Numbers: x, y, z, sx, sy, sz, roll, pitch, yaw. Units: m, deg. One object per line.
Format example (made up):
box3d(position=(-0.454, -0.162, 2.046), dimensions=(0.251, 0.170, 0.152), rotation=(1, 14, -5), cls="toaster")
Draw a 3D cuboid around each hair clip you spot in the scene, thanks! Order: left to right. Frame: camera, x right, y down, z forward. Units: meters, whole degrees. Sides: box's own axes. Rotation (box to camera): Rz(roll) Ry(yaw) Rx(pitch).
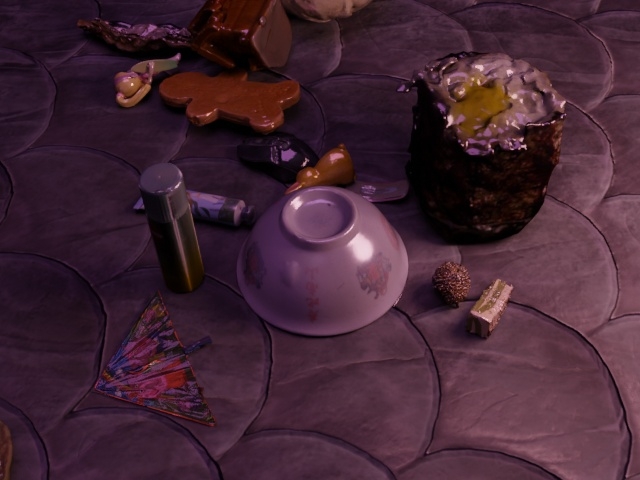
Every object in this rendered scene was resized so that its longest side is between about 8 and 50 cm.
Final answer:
box3d(position=(0.118, -0.106, 1.939), dimensions=(0.137, 0.022, 0.054), rotation=(0, 49, 16), cls="hair clip")

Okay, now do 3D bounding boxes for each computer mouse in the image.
box3d(position=(-0.090, -0.189, 1.995), dimensions=(0.192, 0.062, 0.106), rotation=(21, 54, 17), cls="computer mouse")

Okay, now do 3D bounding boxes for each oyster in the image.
box3d(position=(-0.439, -0.503, 2.277), dimensions=(0.345, 0.079, 0.129), rotation=(9, 30, 12), cls="oyster")

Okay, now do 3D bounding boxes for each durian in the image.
box3d(position=(0.247, 0.082, 1.747), dimensions=(0.080, 0.091, 0.080), rotation=(-14, 12, 3), cls="durian")

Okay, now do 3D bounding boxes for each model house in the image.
box3d(position=(-0.200, -0.481, 2.153), dimensions=(0.229, 0.220, 0.199), rotation=(10, 60, 19), cls="model house")

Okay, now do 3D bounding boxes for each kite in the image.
box3d(position=(-0.302, 0.229, 1.685), dimensions=(0.234, 0.016, 0.321), rotation=(-21, 52, -14), cls="kite")

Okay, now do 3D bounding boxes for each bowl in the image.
box3d(position=(0.000, 0.000, 1.772), dimensions=(0.345, 0.157, 0.346), rotation=(-2, 50, 2), cls="bowl")

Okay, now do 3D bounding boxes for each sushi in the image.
box3d(position=(0.312, -0.193, 1.828), dimensions=(0.281, 0.294, 0.299), rotation=(-19, 51, -14), cls="sushi")

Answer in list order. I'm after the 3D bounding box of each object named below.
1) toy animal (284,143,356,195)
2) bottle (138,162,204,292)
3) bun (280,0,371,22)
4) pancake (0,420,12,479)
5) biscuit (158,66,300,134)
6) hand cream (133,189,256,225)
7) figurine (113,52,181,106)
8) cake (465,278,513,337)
box3d(position=(-0.010, -0.135, 1.930), dimensions=(0.159, 0.083, 0.070), rotation=(-27, 40, -9), cls="toy animal")
box3d(position=(-0.272, -0.019, 1.714), dimensions=(0.082, 0.286, 0.082), rotation=(-1, 50, 2), cls="bottle")
box3d(position=(0.019, -0.679, 2.302), dimensions=(0.365, 0.219, 0.365), rotation=(-13, 48, 14), cls="bun")
box3d(position=(-0.640, 0.400, 1.538), dimensions=(0.294, 0.049, 0.294), rotation=(-3, 47, 3), cls="pancake")
box3d(position=(-0.213, -0.319, 2.111), dimensions=(0.339, 0.047, 0.216), rotation=(10, 42, 20), cls="biscuit")
box3d(position=(-0.257, -0.069, 1.918), dimensions=(0.256, 0.055, 0.088), rotation=(10, 47, 19), cls="hand cream")
box3d(position=(-0.402, -0.379, 2.165), dimensions=(0.187, 0.083, 0.083), rotation=(-32, 56, -21), cls="figurine")
box3d(position=(0.317, 0.126, 1.736), dimensions=(0.051, 0.055, 0.140), rotation=(22, 37, 21), cls="cake")
